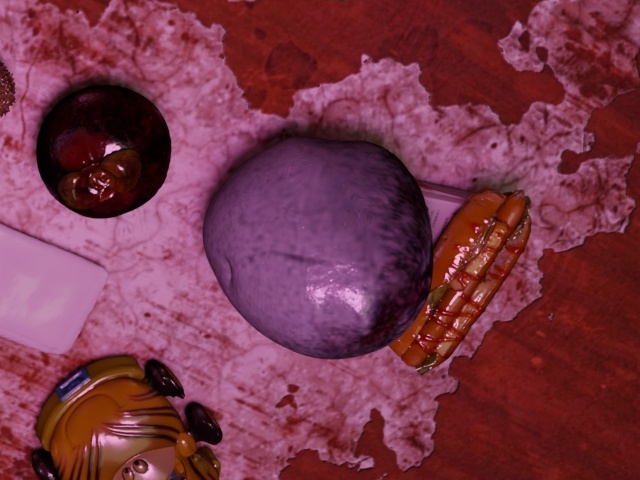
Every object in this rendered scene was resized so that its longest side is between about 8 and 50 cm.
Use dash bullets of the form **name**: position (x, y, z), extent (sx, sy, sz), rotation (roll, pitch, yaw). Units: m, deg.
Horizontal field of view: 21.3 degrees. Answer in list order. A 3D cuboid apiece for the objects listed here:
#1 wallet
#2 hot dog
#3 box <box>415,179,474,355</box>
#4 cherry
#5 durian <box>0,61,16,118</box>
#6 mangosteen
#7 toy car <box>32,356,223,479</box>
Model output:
- **wallet**: position (-0.339, 0.052, 1.911), extent (0.183, 0.032, 0.124), rotation (24, 101, -28)
- **hot dog**: position (0.169, 0.044, 2.006), extent (0.104, 0.076, 0.250), rotation (31, 100, -29)
- **box**: position (0.127, 0.031, 2.070), extent (0.135, 0.081, 0.199), rotation (12, 105, -26)
- **cherry**: position (0.000, 0.000, 1.909), extent (0.255, 0.296, 0.218), rotation (-4, 141, -21)
- **durian**: position (-0.361, -0.152, 1.783), extent (0.080, 0.080, 0.091), rotation (28, 70, -30)
- **mangosteen**: position (-0.231, -0.091, 1.827), extent (0.152, 0.152, 0.152), rotation (-9, 115, -19)
- **toy car**: position (-0.213, 0.263, 1.990), extent (0.200, 0.142, 0.248), rotation (-41, 123, -3)
